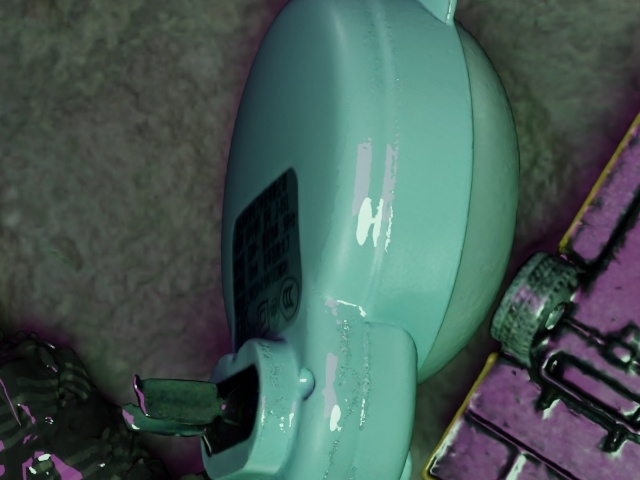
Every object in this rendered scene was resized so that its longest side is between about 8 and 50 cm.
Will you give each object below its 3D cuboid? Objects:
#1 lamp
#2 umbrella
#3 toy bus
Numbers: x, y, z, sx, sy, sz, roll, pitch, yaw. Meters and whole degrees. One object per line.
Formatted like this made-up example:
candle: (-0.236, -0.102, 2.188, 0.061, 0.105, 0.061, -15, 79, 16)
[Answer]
lamp: (0.012, 0.003, 0.810, 0.147, 0.209, 0.284, 25, 69, -10)
umbrella: (-0.115, 0.138, 0.855, 0.128, 0.154, 0.336, -31, 72, -33)
toy bus: (0.185, 0.001, 0.809, 0.121, 0.123, 0.335, 31, 90, 18)
